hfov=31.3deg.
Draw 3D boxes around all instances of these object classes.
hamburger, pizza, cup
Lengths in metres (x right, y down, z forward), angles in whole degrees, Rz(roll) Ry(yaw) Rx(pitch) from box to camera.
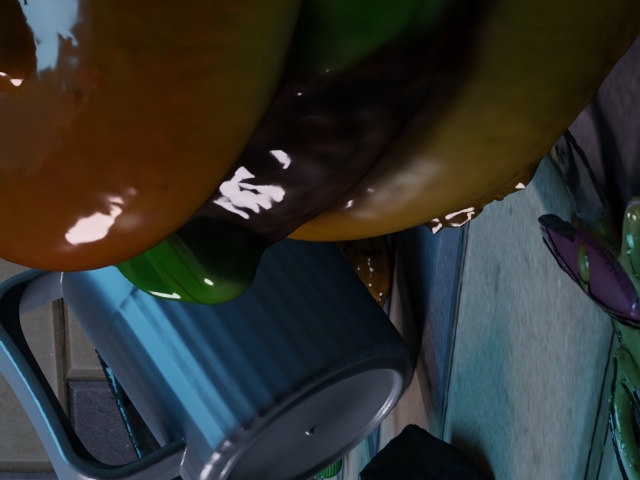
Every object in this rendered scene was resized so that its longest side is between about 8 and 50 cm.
[{"bbox_3d":[-0.067,-0.187,0.483,0.396,0.277,0.395,11,104,52],"label":"hamburger"},{"bbox_3d":[0.000,0.000,1.264,0.036,0.176,0.184,-51,-24,-42],"label":"pizza"},{"bbox_3d":[-0.110,0.071,1.086,0.311,0.331,0.257,52,119,26],"label":"cup"}]

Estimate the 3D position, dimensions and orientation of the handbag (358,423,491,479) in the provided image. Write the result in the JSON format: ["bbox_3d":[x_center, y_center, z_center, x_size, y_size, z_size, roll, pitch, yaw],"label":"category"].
[{"bbox_3d":[0.071,0.256,0.792,0.175,0.089,0.270,77,-168,-75],"label":"handbag"}]

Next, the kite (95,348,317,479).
[{"bbox_3d":[-0.077,0.208,1.189,0.014,0.368,0.406,-57,0,33],"label":"kite"}]

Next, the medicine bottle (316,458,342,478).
[{"bbox_3d":[0.010,0.213,1.665,0.111,0.076,0.309,-83,-3,-62],"label":"medicine bottle"}]

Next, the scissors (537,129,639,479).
[{"bbox_3d":[0.122,0.014,0.490,0.187,0.020,0.133,-98,6,-61],"label":"scissors"}]
